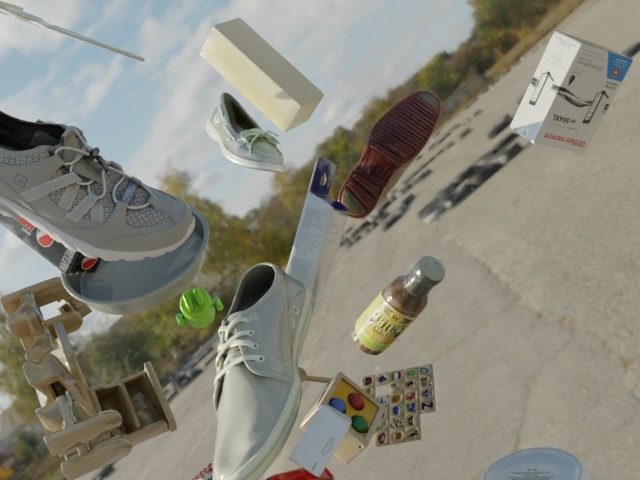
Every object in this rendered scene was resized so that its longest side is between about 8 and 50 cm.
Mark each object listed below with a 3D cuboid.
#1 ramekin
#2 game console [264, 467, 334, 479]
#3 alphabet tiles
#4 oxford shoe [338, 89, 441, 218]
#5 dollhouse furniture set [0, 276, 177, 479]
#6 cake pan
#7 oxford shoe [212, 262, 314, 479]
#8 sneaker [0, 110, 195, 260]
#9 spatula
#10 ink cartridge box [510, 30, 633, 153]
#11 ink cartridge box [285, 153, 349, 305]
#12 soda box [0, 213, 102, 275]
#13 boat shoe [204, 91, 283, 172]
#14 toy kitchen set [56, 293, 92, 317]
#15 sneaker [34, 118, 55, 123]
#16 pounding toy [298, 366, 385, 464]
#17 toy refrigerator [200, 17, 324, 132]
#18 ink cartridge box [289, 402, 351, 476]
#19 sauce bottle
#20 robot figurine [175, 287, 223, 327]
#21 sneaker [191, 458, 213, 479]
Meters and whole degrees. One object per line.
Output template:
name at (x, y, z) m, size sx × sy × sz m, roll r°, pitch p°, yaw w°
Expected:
ramekin at (0.456, 0.544, 1.635) m, size 0.272 × 0.127 × 0.273 m, roll -17°, pitch 13°, yaw 4°
game console at (-0.135, 0.671, 1.734) m, size 0.387 × 0.060 × 0.342 m, roll -59°, pitch -29°, yaw 4°
alphabet tiles at (0.196, 0.421, 1.992) m, size 0.198 × 0.009 × 0.237 m, roll -13°, pitch 36°, yaw 14°
oxford shoe at (0.167, -0.210, 1.873) m, size 0.348 × 0.123 × 0.130 m, roll -51°, pitch -8°, yaw 15°
dollhouse furniture set at (-0.486, 0.317, 1.722) m, size 0.256 × 0.362 × 0.394 m, roll -21°, pitch -35°, yaw -18°
cake pan at (-0.349, 0.033, 1.504) m, size 0.293 × 0.293 × 0.054 m, roll -43°, pitch -42°, yaw -28°
oxford shoe at (-0.110, 0.194, 1.224) m, size 0.169 × 0.130 × 0.449 m, roll -33°, pitch 26°, yaw 27°
sneaker at (-0.267, -0.065, 0.842) m, size 0.105 × 0.281 × 0.115 m, roll -91°, pitch 24°, yaw -51°
spatula at (-0.372, -0.304, 1.113) m, size 0.242 × 0.168 × 0.019 m, roll -4°, pitch -66°, yaw -69°
ink cartridge box at (0.481, -0.281, 1.503) m, size 0.086 × 0.148 × 0.203 m, roll 52°, pitch 129°, yaw 50°
ink cartridge box at (0.000, 0.000, 1.613) m, size 0.324 × 0.071 × 0.330 m, roll -17°, pitch -56°, yaw -82°
soda box at (-0.356, -0.021, 1.012) m, size 0.053 × 0.168 × 0.060 m, roll -59°, pitch -19°, yaw 11°
boat shoe at (-0.180, -0.255, 1.872) m, size 0.118 × 0.320 × 0.103 m, roll 4°, pitch -63°, yaw -33°
toy kitchen set at (-0.589, 0.157, 1.817) m, size 0.068 × 0.083 × 0.075 m, roll -35°, pitch 10°, yaw -1°
sneaker at (-0.597, -0.250, 1.765) m, size 0.040 × 0.044 × 0.109 m, roll -36°, pitch -24°, yaw 27°
pounding toy at (0.029, 0.331, 1.656) m, size 0.094 × 0.206 × 0.181 m, roll -51°, pitch 0°, yaw 35°
toy refrigerator at (-0.133, -0.369, 1.748) m, size 0.102 × 0.269 × 0.094 m, roll -39°, pitch -10°, yaw -50°
ink cartridge box at (0.002, 0.284, 1.121) m, size 0.089 × 0.052 × 0.122 m, roll -58°, pitch -6°, yaw -8°
sauce bottle at (0.188, 0.158, 1.901) m, size 0.111 × 0.111 × 0.344 m, roll -43°, pitch -10°, yaw -42°
robot figurine at (-0.261, 0.145, 1.664) m, size 0.101 × 0.067 × 0.115 m, roll -25°, pitch -25°, yaw -11°
sneaker at (-0.234, 0.555, 1.774) m, size 0.225 × 0.093 × 0.088 m, roll -41°, pitch 1°, yaw -13°
